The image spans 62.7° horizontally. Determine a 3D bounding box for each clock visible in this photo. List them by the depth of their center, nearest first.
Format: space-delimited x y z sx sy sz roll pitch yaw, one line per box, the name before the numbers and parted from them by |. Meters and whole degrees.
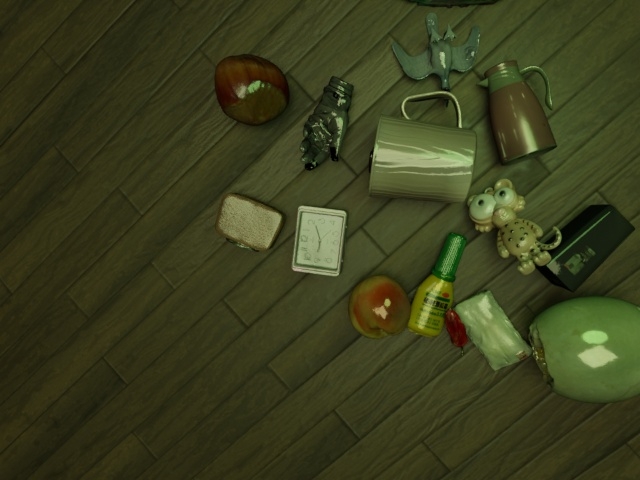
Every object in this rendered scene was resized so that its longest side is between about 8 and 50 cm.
clock | 0.000 0.000 1.552 0.150 0.063 0.197 8 95 8

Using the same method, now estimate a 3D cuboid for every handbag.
handbag | -0.214 -0.052 1.573 0.194 0.072 0.151 24 98 4

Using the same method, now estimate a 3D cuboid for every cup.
cup | 0.274 -0.244 1.438 0.274 0.208 0.288 9 68 7

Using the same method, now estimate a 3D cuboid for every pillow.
pillow | 0.492 0.259 1.513 0.128 0.051 0.229 -37 87 21

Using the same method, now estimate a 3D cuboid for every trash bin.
trash bin | 0.698 0.016 1.412 0.225 0.165 0.115 -44 87 6

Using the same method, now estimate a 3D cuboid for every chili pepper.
chili pepper | 0.390 0.256 1.505 0.050 0.059 0.191 -32 125 -14

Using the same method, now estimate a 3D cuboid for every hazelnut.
hazelnut | -0.199 -0.425 1.496 0.210 0.210 0.186 8 119 7

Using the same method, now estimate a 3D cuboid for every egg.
egg | 0.732 0.280 1.366 0.337 0.278 0.278 -10 93 10

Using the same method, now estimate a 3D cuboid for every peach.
peach | 0.166 0.187 1.492 0.185 0.184 0.184 1 95 8

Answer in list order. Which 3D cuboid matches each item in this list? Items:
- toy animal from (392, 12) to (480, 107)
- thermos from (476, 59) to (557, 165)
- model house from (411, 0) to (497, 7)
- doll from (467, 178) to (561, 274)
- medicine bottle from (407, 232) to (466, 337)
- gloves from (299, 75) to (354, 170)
toy animal | 0.325 -0.509 1.462 0.240 0.176 0.255 -5 60 5
thermos | 0.535 -0.353 1.414 0.177 0.146 0.264 -16 87 15
model house | 0.366 -0.791 1.302 0.361 0.339 0.297 5 94 7
doll | 0.510 -0.042 1.406 0.154 0.119 0.278 -42 51 15
medicine bottle | 0.341 0.126 1.511 0.111 0.076 0.308 18 96 -11
gloves | 0.023 -0.328 1.498 0.142 0.119 0.285 25 84 16
